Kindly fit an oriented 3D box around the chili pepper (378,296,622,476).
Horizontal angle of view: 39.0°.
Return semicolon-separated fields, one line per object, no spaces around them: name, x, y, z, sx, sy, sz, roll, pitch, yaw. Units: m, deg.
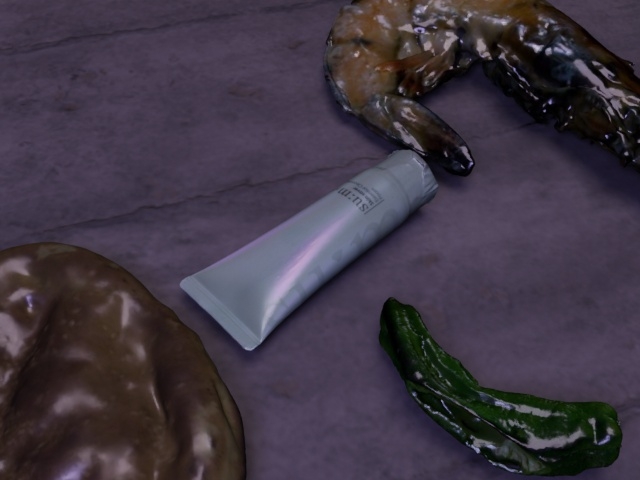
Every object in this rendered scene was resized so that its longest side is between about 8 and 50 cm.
chili pepper;0.102;0.099;0.583;0.182;0.050;0.073;31;59;23

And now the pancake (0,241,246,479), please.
pancake;-0.187;0.118;0.530;0.294;0.049;0.295;3;49;-3

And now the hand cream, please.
hand cream;0.000;0.000;0.661;0.205;0.050;0.078;-35;61;-27

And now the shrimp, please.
shrimp;0.151;-0.123;0.783;0.233;0.071;0.365;-32;59;-19
